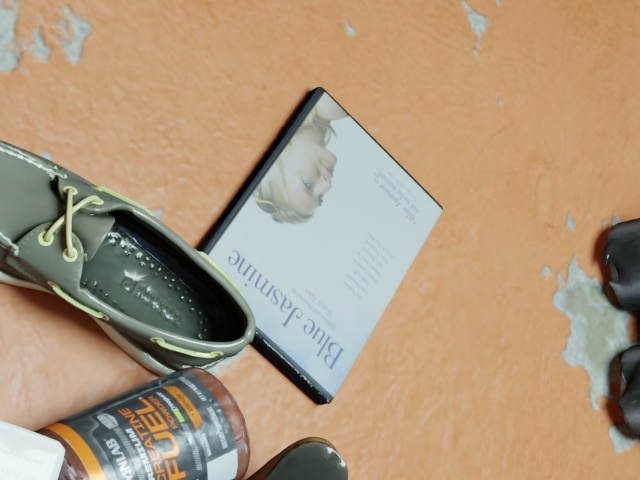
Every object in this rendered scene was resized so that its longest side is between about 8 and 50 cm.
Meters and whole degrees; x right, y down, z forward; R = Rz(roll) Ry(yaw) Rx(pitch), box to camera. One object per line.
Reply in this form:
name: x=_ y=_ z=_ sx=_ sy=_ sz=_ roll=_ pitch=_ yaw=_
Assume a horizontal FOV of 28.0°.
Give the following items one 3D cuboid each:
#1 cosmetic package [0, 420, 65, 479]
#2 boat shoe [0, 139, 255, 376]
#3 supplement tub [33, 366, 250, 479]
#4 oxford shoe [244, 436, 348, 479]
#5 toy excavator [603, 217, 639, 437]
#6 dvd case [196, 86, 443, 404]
cosmetic package: x=-0.309 y=0.291 z=0.770 sx=0.156 sy=0.217 sz=0.385 roll=24 pitch=65 yaw=-27
boat shoe: x=-0.184 y=0.004 z=1.019 sx=0.305 sy=0.091 sz=0.109 roll=37 pitch=58 yaw=-21
supplement tub: x=-0.157 y=0.176 z=0.977 sx=0.197 sy=0.106 sz=0.106 roll=-22 pitch=89 yaw=-38
oxford shoe: x=-0.063 y=0.236 z=1.018 sx=0.212 sy=0.076 sz=0.076 roll=-40 pitch=95 yaw=0
toy excavator: x=0.532 y=0.043 z=1.468 sx=0.445 sy=0.222 sz=0.433 roll=18 pitch=65 yaw=-45
dvd case: x=0.000 y=0.000 z=1.193 sx=0.180 sy=0.022 sz=0.253 roll=44 pitch=56 yaw=-17
